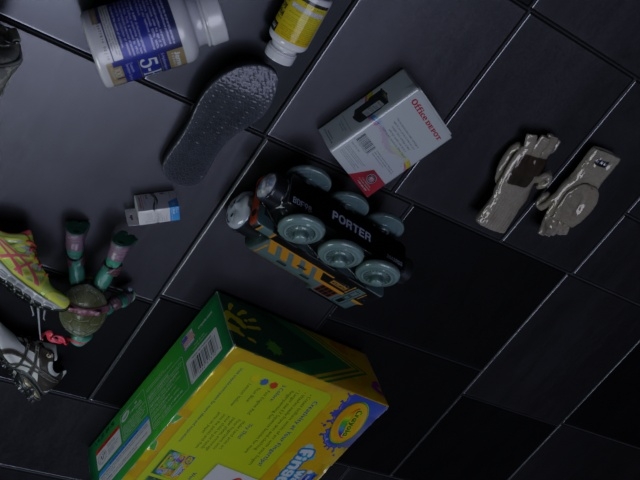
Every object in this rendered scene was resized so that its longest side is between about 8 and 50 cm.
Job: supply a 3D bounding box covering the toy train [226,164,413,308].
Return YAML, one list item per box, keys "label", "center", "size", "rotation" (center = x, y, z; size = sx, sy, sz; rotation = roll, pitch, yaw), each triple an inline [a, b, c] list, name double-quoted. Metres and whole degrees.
- label: "toy train"
  center: [0.000, 0.000, 1.705]
  size: [0.334, 0.142, 0.190]
  rotation: [30, 140, -33]

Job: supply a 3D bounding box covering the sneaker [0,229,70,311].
- label: "sneaker"
  center: [-0.463, 0.030, 1.570]
  size: [0.208, 0.081, 0.094]
  rotation: [41, 69, -13]

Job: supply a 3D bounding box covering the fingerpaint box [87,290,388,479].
- label: "fingerpaint box"
  center: [-0.160, 0.353, 1.917]
  size: [0.371, 0.163, 0.445]
  rotation: [26, 115, -33]

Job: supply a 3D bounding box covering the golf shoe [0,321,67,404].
- label: "golf shoe"
  center: [-0.504, 0.185, 1.729]
  size: [0.094, 0.077, 0.198]
  rotation: [-34, 135, -15]

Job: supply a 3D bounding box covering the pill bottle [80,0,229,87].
- label: "pill bottle"
  center: [-0.229, -0.293, 1.421]
  size: [0.186, 0.112, 0.112]
  rotation: [-19, 130, -5]

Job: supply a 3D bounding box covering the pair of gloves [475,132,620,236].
- label: "pair of gloves"
  center: [0.411, -0.099, 1.858]
  size: [0.240, 0.042, 0.204]
  rotation: [8, 119, -28]

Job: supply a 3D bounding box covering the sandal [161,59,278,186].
- label: "sandal"
  center: [-0.165, -0.191, 1.573]
  size: [0.097, 0.054, 0.254]
  rotation: [31, 121, -28]

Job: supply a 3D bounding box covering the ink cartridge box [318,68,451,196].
- label: "ink cartridge box"
  center: [0.107, -0.175, 1.663]
  size: [0.175, 0.072, 0.127]
  rotation: [-35, 130, 8]

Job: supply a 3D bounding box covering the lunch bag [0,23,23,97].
- label: "lunch bag"
  center: [-0.556, -0.180, 1.321]
  size: [0.256, 0.213, 0.305]
  rotation: [17, 122, -33]

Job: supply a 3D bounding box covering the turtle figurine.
- label: "turtle figurine"
  center: [-0.383, 0.089, 1.666]
  size: [0.175, 0.118, 0.234]
  rotation: [7, 118, -25]

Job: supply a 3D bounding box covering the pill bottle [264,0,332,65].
- label: "pill bottle"
  center: [-0.036, -0.319, 1.503]
  size: [0.065, 0.065, 0.116]
  rotation: [16, 119, -30]

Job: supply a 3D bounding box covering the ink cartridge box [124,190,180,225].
- label: "ink cartridge box"
  center: [-0.272, -0.052, 1.634]
  size: [0.083, 0.048, 0.028]
  rotation: [-9, 129, -15]
